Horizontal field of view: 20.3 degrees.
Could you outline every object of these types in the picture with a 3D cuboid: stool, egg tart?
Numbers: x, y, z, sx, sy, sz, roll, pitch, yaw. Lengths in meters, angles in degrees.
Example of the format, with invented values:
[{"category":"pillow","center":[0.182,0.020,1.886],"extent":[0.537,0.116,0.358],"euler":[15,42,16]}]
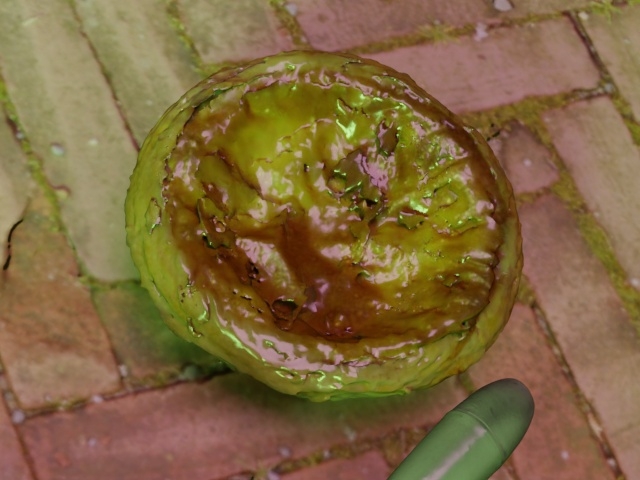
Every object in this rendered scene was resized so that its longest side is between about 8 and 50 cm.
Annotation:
[{"category":"stool","center":[0.079,0.228,1.137],"extent":[0.198,0.195,0.195],"euler":[-30,72,-34]},{"category":"egg tart","center":[0.000,0.000,1.290],"extent":[0.290,0.115,0.290],"euler":[6,60,-11]}]
